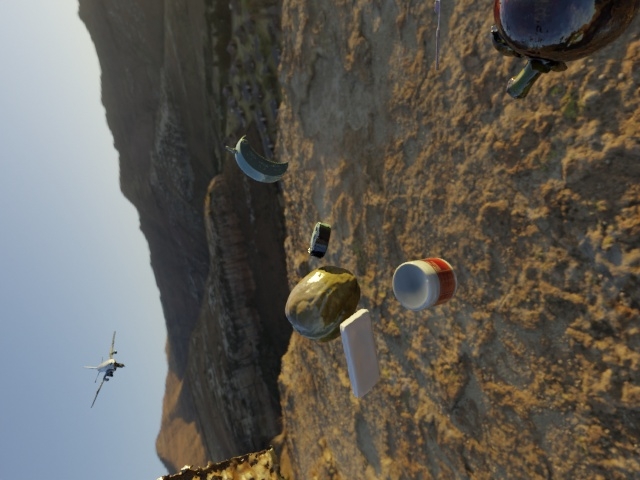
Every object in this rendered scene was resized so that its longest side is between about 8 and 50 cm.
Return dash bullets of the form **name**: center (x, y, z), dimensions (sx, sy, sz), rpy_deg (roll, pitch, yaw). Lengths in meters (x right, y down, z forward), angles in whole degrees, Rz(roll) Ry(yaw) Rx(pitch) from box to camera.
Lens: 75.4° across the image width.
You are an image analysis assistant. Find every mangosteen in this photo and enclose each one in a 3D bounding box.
- **mangosteen**: center (0.423, -0.392, 0.742), dimensions (0.289, 0.231, 0.231), rpy_deg (79, 167, -53)

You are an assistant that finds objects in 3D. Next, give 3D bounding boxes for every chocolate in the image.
- **chocolate**: center (-0.200, 0.440, 0.711), dimensions (0.065, 0.329, 0.102), rpy_deg (-48, 51, 28)

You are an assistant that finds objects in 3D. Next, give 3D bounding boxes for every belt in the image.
- **belt**: center (0.000, 0.000, 1.502), dimensions (0.105, 0.058, 0.140), rpy_deg (129, 155, -64)

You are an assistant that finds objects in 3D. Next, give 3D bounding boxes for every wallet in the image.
- **wallet**: center (0.095, 0.263, 0.976), dimensions (0.032, 0.124, 0.182), rpy_deg (-5, 99, 34)

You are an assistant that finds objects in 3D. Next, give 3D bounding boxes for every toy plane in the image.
- **toy plane**: center (-0.627, 0.369, 1.211), dimensions (0.226, 0.058, 0.225), rpy_deg (-20, 54, 41)

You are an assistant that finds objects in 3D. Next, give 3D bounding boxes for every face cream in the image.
- **face cream**: center (0.433, 0.178, 1.716), dimensions (0.201, 0.187, 0.201), rpy_deg (9, 102, 51)

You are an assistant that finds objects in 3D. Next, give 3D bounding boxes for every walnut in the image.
- **walnut**: center (0.011, 0.217, 1.453), dimensions (0.227, 0.283, 0.283), rpy_deg (53, 177, -34)

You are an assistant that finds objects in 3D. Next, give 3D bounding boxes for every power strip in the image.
- **power strip**: center (-0.214, -0.269, 1.391), dimensions (0.044, 0.216, 0.137), rpy_deg (-42, 27, 46)

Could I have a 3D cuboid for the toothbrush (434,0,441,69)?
- **toothbrush**: center (0.167, -0.291, 0.591), dimensions (0.008, 0.006, 0.097), rpy_deg (14, 141, 26)
